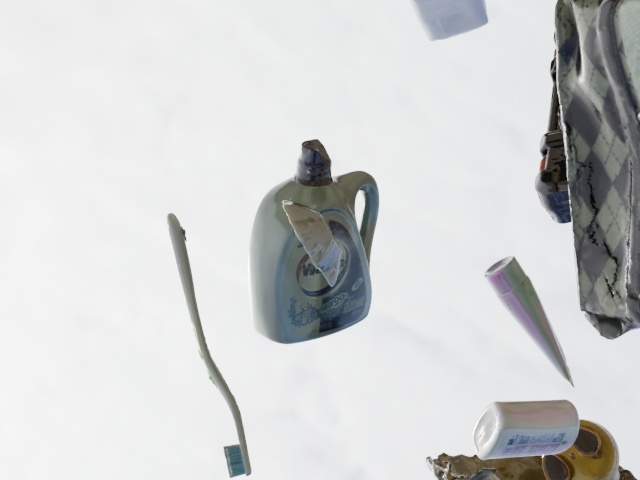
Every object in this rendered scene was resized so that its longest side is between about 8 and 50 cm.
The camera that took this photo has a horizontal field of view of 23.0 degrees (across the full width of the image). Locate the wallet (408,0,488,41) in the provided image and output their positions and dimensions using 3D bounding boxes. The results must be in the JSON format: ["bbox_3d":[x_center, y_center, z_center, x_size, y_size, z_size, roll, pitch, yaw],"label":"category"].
[{"bbox_3d":[0.165,-0.306,2.027,0.190,0.095,0.033,41,-145,-71],"label":"wallet"}]

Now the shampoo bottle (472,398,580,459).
[{"bbox_3d":[0.205,0.182,1.531,0.099,0.072,0.043,-1,-125,-19],"label":"shampoo bottle"}]

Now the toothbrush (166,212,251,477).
[{"bbox_3d":[-0.106,0.099,1.507,0.022,0.026,0.263,163,93,-81],"label":"toothbrush"}]

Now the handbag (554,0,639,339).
[{"bbox_3d":[0.348,-0.037,1.229,0.180,0.316,0.416,-6,-165,-27],"label":"handbag"}]

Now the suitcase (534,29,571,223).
[{"bbox_3d":[0.351,-0.152,1.749,0.066,0.206,0.285,56,-145,-41],"label":"suitcase"}]

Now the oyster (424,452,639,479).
[{"bbox_3d":[0.318,0.356,2.281,0.337,0.133,0.198,4,-161,-6],"label":"oyster"}]

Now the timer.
[{"bbox_3d":[0.363,0.300,2.174,0.107,0.107,0.109,49,-166,25],"label":"timer"}]

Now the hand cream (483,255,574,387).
[{"bbox_3d":[0.268,0.102,1.965,0.174,0.047,0.076,57,-169,-9],"label":"hand cream"}]

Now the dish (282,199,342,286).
[{"bbox_3d":[0.000,0.000,2.014,0.137,0.039,0.091,56,-174,-40],"label":"dish"}]

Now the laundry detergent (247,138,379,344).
[{"bbox_3d":[-0.002,-0.008,2.199,0.215,0.280,0.105,-14,-152,-38],"label":"laundry detergent"}]
